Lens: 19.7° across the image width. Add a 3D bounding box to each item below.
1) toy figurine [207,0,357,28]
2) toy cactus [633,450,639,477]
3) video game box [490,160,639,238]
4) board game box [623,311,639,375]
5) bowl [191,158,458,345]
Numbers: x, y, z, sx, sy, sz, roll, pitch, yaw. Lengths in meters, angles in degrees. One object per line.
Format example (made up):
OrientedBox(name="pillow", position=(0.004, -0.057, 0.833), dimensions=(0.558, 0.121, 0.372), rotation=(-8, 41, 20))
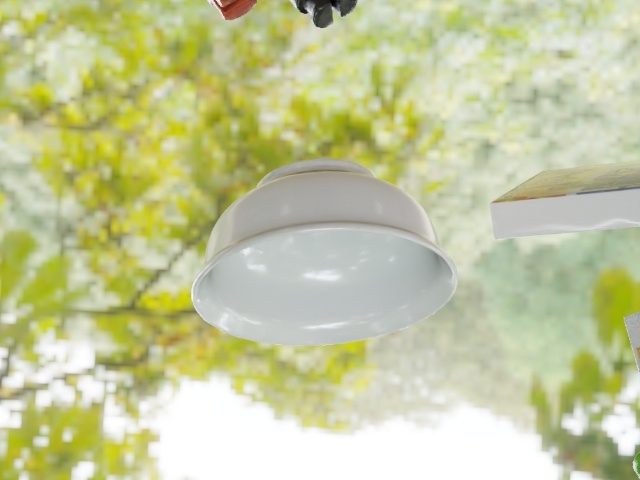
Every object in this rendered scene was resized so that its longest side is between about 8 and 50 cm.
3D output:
OrientedBox(name="toy figurine", position=(-0.031, -0.312, 1.691), dimensions=(0.213, 0.148, 0.209), rotation=(-4, 141, -48))
OrientedBox(name="toy cactus", position=(0.328, 0.269, 1.693), dimensions=(0.219, 0.180, 0.112), rotation=(-31, -151, -33))
OrientedBox(name="video game box", position=(0.306, -0.048, 1.952), dimensions=(0.205, 0.048, 0.187), rotation=(-5, -172, 25))
OrientedBox(name="board game box", position=(0.376, 0.131, 1.860), dimensions=(0.103, 0.154, 0.026), rotation=(-21, 146, 16))
OrientedBox(name="bowl", position=(0.000, 0.000, 2.057), dimensions=(0.298, 0.134, 0.298), rotation=(-4, 153, -2))
